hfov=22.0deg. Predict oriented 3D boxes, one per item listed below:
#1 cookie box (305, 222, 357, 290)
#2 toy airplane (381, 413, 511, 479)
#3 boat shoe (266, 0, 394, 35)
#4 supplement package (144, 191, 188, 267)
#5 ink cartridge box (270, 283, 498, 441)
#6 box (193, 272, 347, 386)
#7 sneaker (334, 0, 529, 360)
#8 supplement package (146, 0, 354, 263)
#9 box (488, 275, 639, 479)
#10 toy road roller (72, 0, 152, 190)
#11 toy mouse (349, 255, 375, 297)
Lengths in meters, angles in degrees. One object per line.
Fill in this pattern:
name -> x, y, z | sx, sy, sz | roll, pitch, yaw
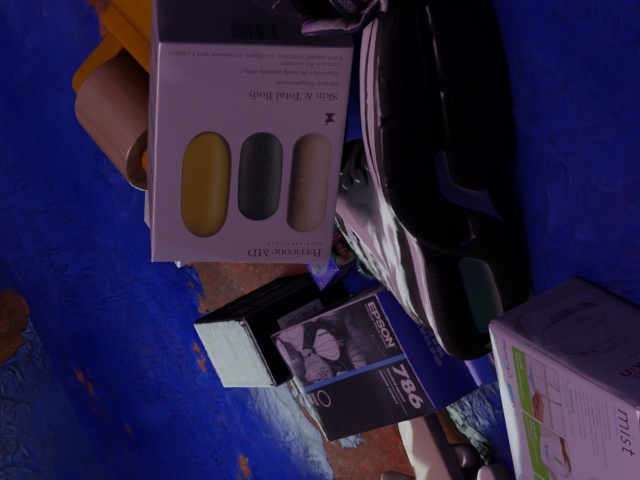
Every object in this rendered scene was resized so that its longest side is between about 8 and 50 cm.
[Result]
cookie box -> 0.000, 0.000, 2.167 | 0.107, 0.040, 0.092 | 59, 157, 9
toy airplane -> 0.193, 0.427, 2.012 | 0.384, 0.272, 0.386 | 17, 94, 46
boat shoe -> 0.082, -0.271, 1.496 | 0.127, 0.158, 0.340 | 36, 160, -24
supplement package -> -0.187, -0.065, 2.404 | 0.105, 0.105, 0.179 | 53, 155, 24
ink cartridge box -> 0.074, 0.144, 2.038 | 0.332, 0.065, 0.165 | -28, 91, 55
box -> -0.060, 0.124, 2.285 | 0.108, 0.153, 0.207 | 65, 158, -6
sneaker -> 0.069, -0.095, 1.763 | 0.257, 0.169, 0.448 | 33, 145, 46
supplement package -> -0.083, -0.136, 1.762 | 0.198, 0.199, 0.263 | -101, 14, -56
box -> 0.300, 0.205, 1.657 | 0.231, 0.126, 0.262 | 29, 139, 52
toy road roller -> -0.179, -0.240, 1.923 | 0.202, 0.329, 0.240 | 47, -170, 34
toy mouse -> 0.090, 0.053, 2.049 | 0.161, 0.031, 0.143 | 41, 149, 40
